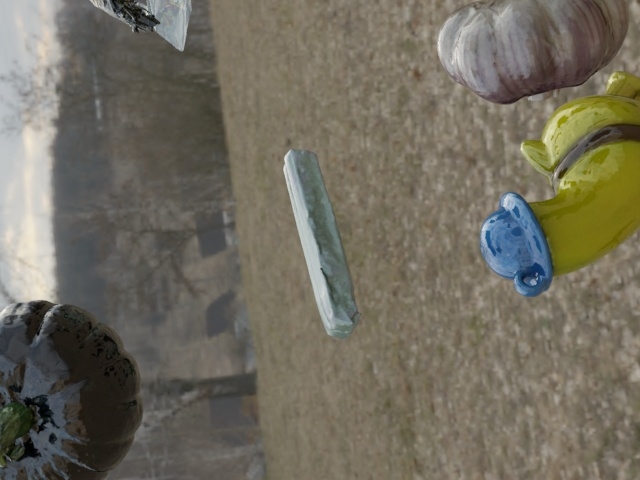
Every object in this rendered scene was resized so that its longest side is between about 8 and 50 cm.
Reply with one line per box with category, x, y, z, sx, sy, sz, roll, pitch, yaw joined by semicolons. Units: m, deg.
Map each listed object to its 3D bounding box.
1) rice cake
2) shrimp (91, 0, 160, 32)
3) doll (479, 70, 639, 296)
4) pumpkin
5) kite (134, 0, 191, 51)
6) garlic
rice cake;0.000;0.000;1.044;0.085;0.040;0.226;101;156;-70
shrimp;-0.279;-0.334;1.218;0.161;0.034;0.091;38;148;21
doll;0.314;-0.067;1.042;0.199;0.363;0.145;24;147;26
pumpkin;-0.261;0.149;0.841;0.150;0.194;0.194;115;148;-66
kite;-0.261;-0.388;1.409;0.245;0.015;0.141;35;123;45
garlic;0.187;-0.170;0.787;0.147;0.159;0.102;20;133;67
